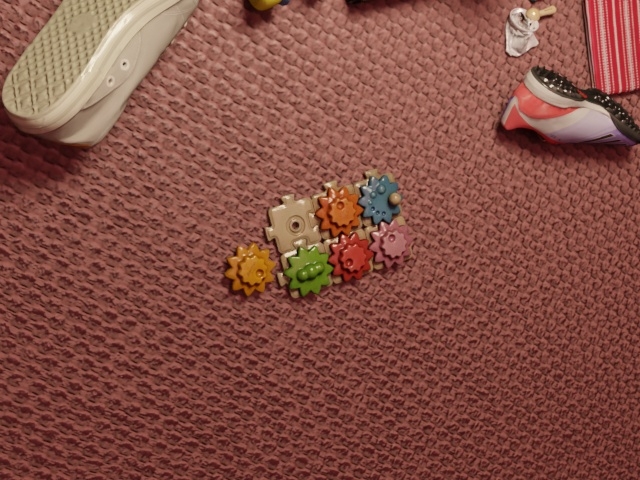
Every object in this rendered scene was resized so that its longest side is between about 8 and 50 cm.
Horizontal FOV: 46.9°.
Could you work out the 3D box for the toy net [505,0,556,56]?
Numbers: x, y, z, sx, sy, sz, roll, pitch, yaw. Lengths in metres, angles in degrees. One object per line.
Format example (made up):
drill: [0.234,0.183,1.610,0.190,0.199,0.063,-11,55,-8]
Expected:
toy net: [0.394,-0.449,1.342,0.122,0.045,0.232,31,83,-21]

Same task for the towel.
towel: [0.636,-0.401,1.451,0.275,0.031,0.199,-14,101,-18]

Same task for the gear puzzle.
gear puzzle: [0.000,0.000,1.221,0.339,0.044,0.175,-18,101,-19]

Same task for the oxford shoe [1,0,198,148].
oxford shoe: [-0.270,-0.312,1.054,0.449,0.169,0.130,-58,155,-16]

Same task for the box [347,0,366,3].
box: [0.153,-0.568,1.223,0.293,0.073,0.295,-18,101,-19]

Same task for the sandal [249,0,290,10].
sandal: [-0.034,-0.510,1.135,0.138,0.126,0.317,1,102,-25]

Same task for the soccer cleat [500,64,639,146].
soccer cleat: [0.472,-0.224,1.373,0.318,0.108,0.116,12,132,-32]
